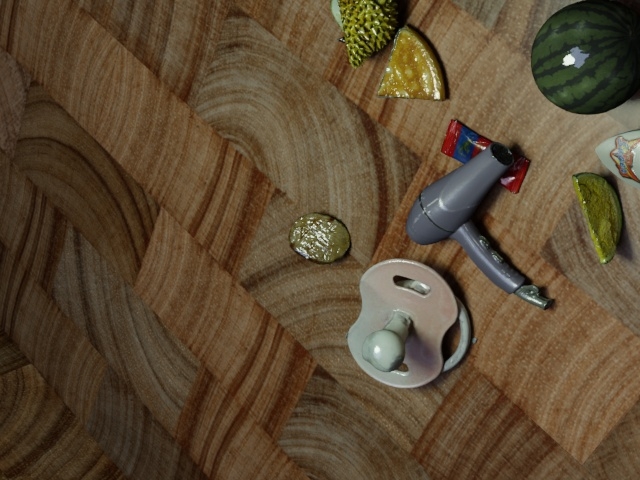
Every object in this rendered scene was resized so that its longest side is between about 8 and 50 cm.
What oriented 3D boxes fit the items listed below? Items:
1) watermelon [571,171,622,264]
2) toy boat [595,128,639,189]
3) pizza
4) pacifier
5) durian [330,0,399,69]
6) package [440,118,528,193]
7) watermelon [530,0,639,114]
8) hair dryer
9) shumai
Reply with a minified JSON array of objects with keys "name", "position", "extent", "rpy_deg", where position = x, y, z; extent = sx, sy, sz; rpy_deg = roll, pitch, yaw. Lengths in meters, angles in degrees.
[{"name":"watermelon","position":[0.523,-0.053,1.924],"extent":[0.075,0.092,0.181],"rpy_deg":[-8,107,57]},{"name":"toy boat","position":[0.633,-0.135,1.793],"extent":[0.295,0.088,0.129],"rpy_deg":[18,116,36]},{"name":"pizza","position":[0.194,-0.349,2.155],"extent":[0.184,0.036,0.176],"rpy_deg":[55,133,14]},{"name":"pacifier","position":[0.177,0.200,2.239],"extent":[0.220,0.273,0.332],"rpy_deg":[42,129,45]},{"name":"durian","position":[0.099,-0.476,2.140],"extent":[0.237,0.138,0.193],"rpy_deg":[104,150,-84]},{"name":"package","position":[0.342,-0.176,2.090],"extent":[0.200,0.022,0.083],"rpy_deg":[33,124,28]},{"name":"watermelon","position":[0.482,-0.327,1.786],"extent":[0.212,0.212,0.212],"rpy_deg":[15,114,38]},{"name":"hair dryer","position":[0.369,-0.005,2.082],"extent":[0.361,0.121,0.301],"rpy_deg":[49,134,4]},{"name":"shumai","position":[-0.009,-0.003,2.425],"extent":[0.105,0.139,0.123],"rpy_deg":[174,111,-73]}]
